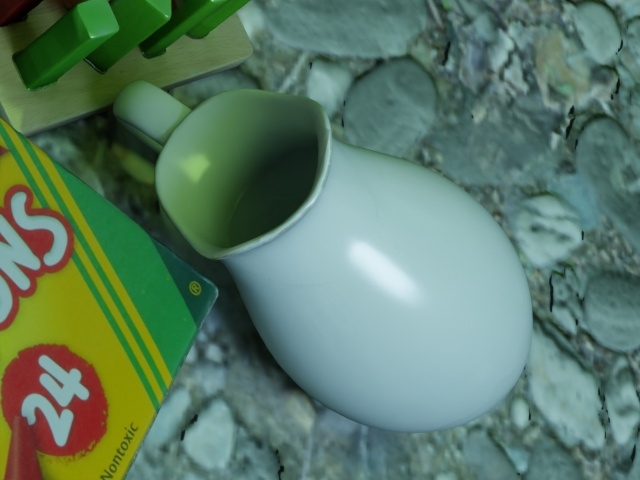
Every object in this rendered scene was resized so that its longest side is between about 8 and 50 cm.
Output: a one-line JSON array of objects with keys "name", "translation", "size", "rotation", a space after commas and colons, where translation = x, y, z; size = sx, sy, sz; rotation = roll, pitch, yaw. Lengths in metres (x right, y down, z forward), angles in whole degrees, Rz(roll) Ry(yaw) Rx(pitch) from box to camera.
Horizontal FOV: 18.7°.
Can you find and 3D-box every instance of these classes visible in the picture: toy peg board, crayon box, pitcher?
[{"name": "toy peg board", "translation": [-0.109, -0.153, 0.957], "size": [0.161, 0.079, 0.160], "rotation": [-24, 86, -42]}, {"name": "crayon box", "translation": [-0.215, 0.013, 0.803], "size": [0.318, 0.081, 0.202], "rotation": [38, 53, -18]}, {"name": "pitcher", "translation": [0.000, 0.000, 0.948], "size": [0.125, 0.178, 0.207], "rotation": [-52, 133, -2]}]
